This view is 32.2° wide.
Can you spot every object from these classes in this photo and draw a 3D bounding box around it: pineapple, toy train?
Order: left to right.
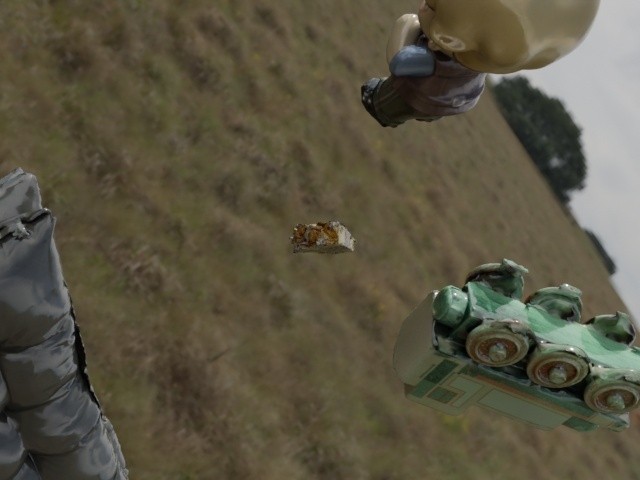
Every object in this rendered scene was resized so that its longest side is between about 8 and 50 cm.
[{"bbox_3d":[0.000,0.000,0.796,0.083,0.045,0.019,43,48,-81],"label":"pineapple"},{"bbox_3d":[0.157,0.092,0.839,0.194,0.125,0.081,23,47,-17],"label":"toy train"}]

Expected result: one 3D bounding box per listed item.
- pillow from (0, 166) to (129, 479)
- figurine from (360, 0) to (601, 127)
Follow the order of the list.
[{"bbox_3d":[-0.256,0.128,0.767,0.101,0.228,0.326,46,-27,45],"label":"pillow"},{"bbox_3d":[0.093,-0.135,0.687,0.196,0.114,0.108,141,-59,-63],"label":"figurine"}]
